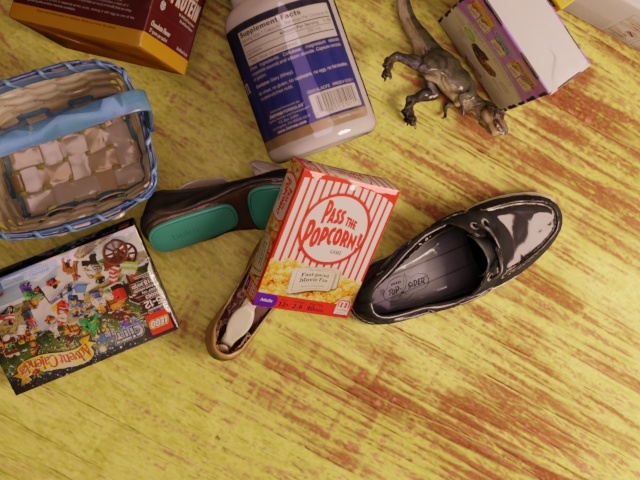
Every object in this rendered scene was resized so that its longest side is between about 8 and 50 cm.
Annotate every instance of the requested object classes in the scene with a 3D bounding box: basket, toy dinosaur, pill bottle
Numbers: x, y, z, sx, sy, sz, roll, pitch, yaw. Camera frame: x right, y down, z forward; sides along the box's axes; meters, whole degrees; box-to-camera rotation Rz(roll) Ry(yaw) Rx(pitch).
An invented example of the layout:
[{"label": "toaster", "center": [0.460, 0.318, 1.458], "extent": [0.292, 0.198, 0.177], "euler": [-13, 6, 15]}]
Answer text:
[{"label": "basket", "center": [-0.313, -0.111, 1.057], "extent": [0.254, 0.289, 0.201], "euler": [-18, 88, -3]}, {"label": "toy dinosaur", "center": [0.149, -0.235, 1.232], "extent": [0.118, 0.064, 0.268], "euler": [-36, 93, -12]}, {"label": "pill bottle", "center": [-0.036, -0.247, 1.159], "extent": [0.153, 0.153, 0.265], "euler": [-19, 93, -6]}]

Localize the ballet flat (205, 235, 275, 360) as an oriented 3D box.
[{"label": "ballet flat", "center": [-0.077, 0.067, 1.199], "extent": [0.080, 0.073, 0.232], "euler": [31, 87, -5]}]

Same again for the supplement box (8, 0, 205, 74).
[{"label": "supplement box", "center": [-0.252, -0.336, 1.111], "extent": [0.191, 0.129, 0.194], "euler": [15, 89, 17]}]

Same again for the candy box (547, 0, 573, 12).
[{"label": "candy box", "center": [0.265, -0.335, 1.168], "extent": [0.027, 0.206, 0.105], "euler": [-34, 94, -2]}]

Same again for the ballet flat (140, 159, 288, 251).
[{"label": "ballet flat", "center": [-0.104, -0.059, 1.180], "extent": [0.280, 0.095, 0.096], "euler": [-8, 48, -4]}]

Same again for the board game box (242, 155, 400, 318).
[{"label": "board game box", "center": [0.000, 0.000, 1.135], "extent": [0.146, 0.045, 0.194], "euler": [10, 112, -30]}]

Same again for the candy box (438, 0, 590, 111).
[{"label": "candy box", "center": [0.250, -0.266, 1.171], "extent": [0.070, 0.196, 0.165], "euler": [-36, 95, -4]}]

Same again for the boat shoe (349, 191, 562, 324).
[{"label": "boat shoe", "center": [0.194, 0.025, 1.211], "extent": [0.339, 0.113, 0.127], "euler": [-18, 93, -6]}]

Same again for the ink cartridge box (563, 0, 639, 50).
[{"label": "ink cartridge box", "center": [0.425, -0.451, 1.224], "extent": [0.309, 0.130, 0.272], "euler": [26, 87, -7]}]

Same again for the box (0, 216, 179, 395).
[{"label": "box", "center": [-0.325, 0.087, 1.163], "extent": [0.233, 0.044, 0.159], "euler": [-22, 109, -6]}]
